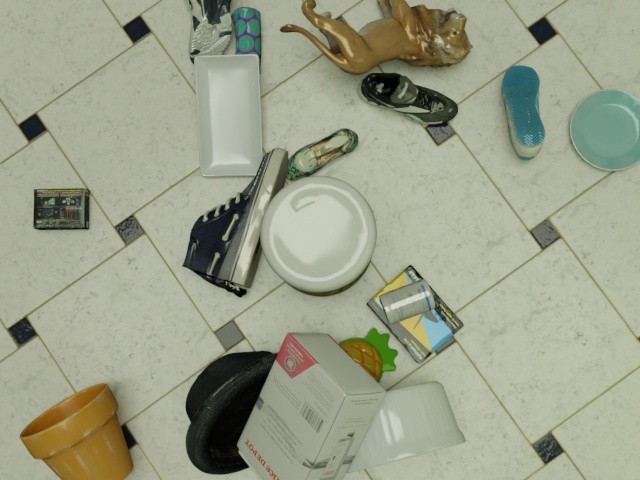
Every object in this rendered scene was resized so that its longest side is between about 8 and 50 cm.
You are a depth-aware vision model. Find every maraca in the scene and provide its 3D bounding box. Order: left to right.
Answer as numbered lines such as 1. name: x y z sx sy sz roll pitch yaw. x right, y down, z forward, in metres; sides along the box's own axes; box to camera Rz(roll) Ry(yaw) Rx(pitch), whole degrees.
1. maraca: 0.088 0.268 1.893 0.185 0.099 0.127 -28 95 -26

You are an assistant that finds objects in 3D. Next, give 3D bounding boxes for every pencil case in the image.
1. pencil case: -0.171 -0.451 1.990 0.070 0.064 0.152 -1 85 5

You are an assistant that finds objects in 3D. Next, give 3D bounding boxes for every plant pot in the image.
1. plant pot: -0.500 0.438 1.852 0.205 0.205 0.188 -28 99 -1

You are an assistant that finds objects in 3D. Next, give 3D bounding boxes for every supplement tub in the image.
1. supplement tub: 0.000 0.000 1.810 0.228 0.316 0.228 0 84 2
2. supplement tub: 0.186 0.131 1.866 0.107 0.071 0.071 -20 84 1

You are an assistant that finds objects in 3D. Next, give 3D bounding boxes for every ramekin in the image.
1. ramekin: 0.148 0.385 1.794 0.277 0.277 0.135 -15 76 0

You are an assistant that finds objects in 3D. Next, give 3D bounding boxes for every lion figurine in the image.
1. lion figurine: 0.130 -0.442 1.913 0.392 0.142 0.240 -25 78 -17

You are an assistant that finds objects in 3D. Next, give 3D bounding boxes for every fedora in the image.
1. fedora: -0.163 0.330 1.839 0.334 0.334 0.152 -49 51 -3

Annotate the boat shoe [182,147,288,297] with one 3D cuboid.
1. boat shoe: -0.190 -0.059 1.919 0.158 0.127 0.341 18 84 8

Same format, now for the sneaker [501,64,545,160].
1. sneaker: 0.449 -0.289 1.946 0.087 0.092 0.229 -1 65 4

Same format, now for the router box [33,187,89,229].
1. router box: -0.588 -0.071 1.976 0.122 0.038 0.092 0 85 1

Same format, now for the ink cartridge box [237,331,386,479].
1. ink cartridge box: -0.025 0.352 1.703 0.207 0.117 0.283 41 115 41

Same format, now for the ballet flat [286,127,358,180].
1. ballet flat: -0.002 -0.199 1.958 0.188 0.070 0.070 -32 84 -1

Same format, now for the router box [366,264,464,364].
1. router box: 0.208 0.163 1.922 0.133 0.046 0.179 -41 84 -2

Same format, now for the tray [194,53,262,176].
1. tray: -0.204 -0.280 1.959 0.145 0.030 0.271 -1 101 1

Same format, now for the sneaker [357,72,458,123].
1. sneaker: 0.195 -0.320 1.943 0.234 0.106 0.078 18 86 4

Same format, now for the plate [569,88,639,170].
1. plate: 0.655 -0.248 1.963 0.188 0.024 0.188 0 85 2

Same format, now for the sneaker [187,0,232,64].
1. sneaker: -0.268 -0.530 1.997 0.094 0.153 0.235 -4 123 -25
